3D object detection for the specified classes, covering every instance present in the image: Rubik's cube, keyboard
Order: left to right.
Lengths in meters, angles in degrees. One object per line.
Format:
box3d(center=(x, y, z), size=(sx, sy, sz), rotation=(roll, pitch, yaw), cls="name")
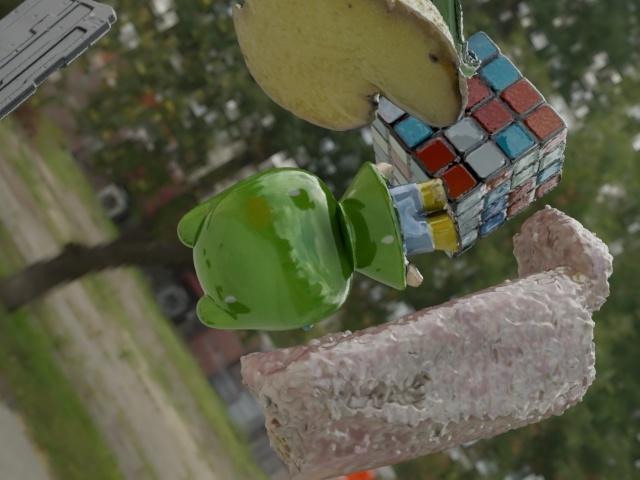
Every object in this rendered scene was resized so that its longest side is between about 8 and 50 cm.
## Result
box3d(center=(-0.327, -0.194, 1.850), size=(0.106, 0.262, 0.016), rotation=(25, -42, 20), cls="keyboard")
box3d(center=(0.157, -0.100, 1.856), size=(0.151, 0.155, 0.154), rotation=(51, -11, 21), cls="Rubik's cube")

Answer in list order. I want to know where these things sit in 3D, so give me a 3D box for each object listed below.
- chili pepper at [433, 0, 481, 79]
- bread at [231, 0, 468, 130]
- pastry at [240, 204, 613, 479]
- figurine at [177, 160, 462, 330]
box3d(center=(0.117, -0.269, 1.530), size=(0.165, 0.174, 0.261), rotation=(1, -74, 55), cls="chili pepper")
box3d(center=(0.023, -0.133, 1.154), size=(0.188, 0.065, 0.149), rotation=(26, -37, 18), cls="bread")
box3d(center=(0.076, 0.072, 1.024), size=(0.103, 0.265, 0.112), rotation=(-14, -81, 59), cls="pastry")
box3d(center=(0.000, 0.000, 1.665), size=(0.143, 0.263, 0.162), rotation=(104, -27, -85), cls="figurine")
